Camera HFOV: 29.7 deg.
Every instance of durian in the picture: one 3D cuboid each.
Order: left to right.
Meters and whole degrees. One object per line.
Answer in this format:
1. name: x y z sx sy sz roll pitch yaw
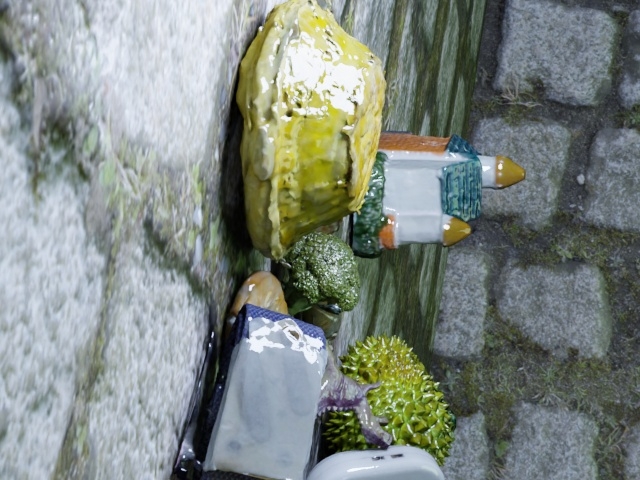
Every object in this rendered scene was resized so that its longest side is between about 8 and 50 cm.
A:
1. durian: 0.124 0.309 2.089 0.291 0.224 0.291 -1 90 -74

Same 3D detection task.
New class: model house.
1. model house: 0.216 -0.081 2.161 0.271 0.300 0.190 -53 141 -67

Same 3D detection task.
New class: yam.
1. yam: 0.000 0.000 1.690 0.071 0.067 0.317 -109 -165 -58

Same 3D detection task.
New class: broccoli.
1. broccoli: -0.006 0.047 1.594 0.120 0.131 0.130 -44 -178 17

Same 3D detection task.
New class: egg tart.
1. egg tart: -0.002 -0.133 1.426 0.341 0.132 0.341 8 90 -77

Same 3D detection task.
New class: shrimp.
1. shrimp: -0.072 0.133 1.458 0.236 0.053 0.133 80 22 -51

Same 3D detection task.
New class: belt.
1. belt: -0.076 0.184 1.295 0.139 0.126 0.231 132 -26 -64

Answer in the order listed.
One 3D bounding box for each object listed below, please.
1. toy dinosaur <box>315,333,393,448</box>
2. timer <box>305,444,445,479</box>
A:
1. toy dinosaur: 0.014 0.243 1.847 0.251 0.072 0.200 13 60 -54
2. timer: 0.079 0.447 1.960 0.087 0.237 0.262 -119 -150 -57
